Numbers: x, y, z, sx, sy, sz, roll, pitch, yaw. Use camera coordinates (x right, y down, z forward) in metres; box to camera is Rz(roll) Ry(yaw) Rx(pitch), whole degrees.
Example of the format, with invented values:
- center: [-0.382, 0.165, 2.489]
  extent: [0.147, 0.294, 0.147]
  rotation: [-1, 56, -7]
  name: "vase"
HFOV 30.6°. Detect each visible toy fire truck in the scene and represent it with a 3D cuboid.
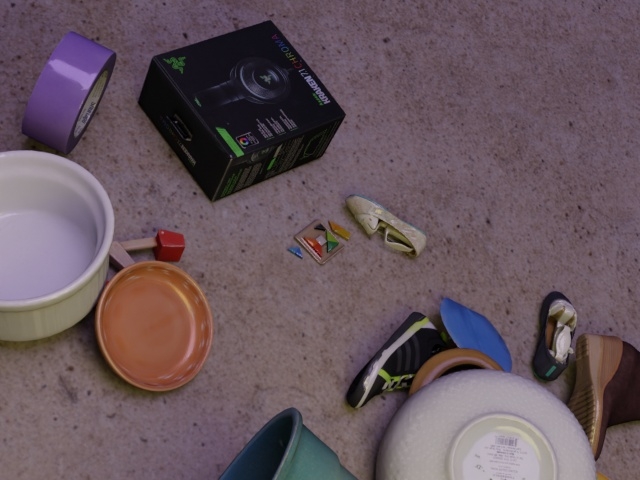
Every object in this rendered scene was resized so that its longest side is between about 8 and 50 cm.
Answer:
- center: [-0.308, 0.046, 1.848]
  extent: [0.192, 0.047, 0.135]
  rotation: [4, 55, -21]
  name: "toy fire truck"

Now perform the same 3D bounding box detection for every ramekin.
- center: [-0.441, 0.015, 1.721]
  extent: [0.277, 0.135, 0.277]
  rotation: [4, 54, -5]
  name: "ramekin"

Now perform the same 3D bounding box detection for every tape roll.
- center: [-0.410, -0.241, 1.913]
  extent: [0.080, 0.189, 0.189]
  rotation: [27, 50, -6]
  name: "tape roll"

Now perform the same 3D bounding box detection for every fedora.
- center: [0.225, 0.273, 1.899]
  extent: [0.194, 0.079, 0.194]
  rotation: [4, 67, -9]
  name: "fedora"

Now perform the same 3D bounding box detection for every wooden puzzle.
- center: [0.000, 0.000, 2.041]
  extent: [0.078, 0.014, 0.116]
  rotation: [39, 51, 6]
  name: "wooden puzzle"

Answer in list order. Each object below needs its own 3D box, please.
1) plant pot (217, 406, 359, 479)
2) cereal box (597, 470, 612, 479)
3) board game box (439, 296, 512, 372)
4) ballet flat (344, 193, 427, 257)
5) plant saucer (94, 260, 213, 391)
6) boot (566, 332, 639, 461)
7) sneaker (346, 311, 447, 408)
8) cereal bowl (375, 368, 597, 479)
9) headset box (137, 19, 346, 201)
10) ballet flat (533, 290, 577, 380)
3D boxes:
- center: [0.000, 0.455, 1.536]
  extent: [0.334, 0.341, 0.341]
  rotation: [37, 50, -6]
  name: "plant pot"
- center: [0.430, 0.486, 1.867]
  extent: [0.173, 0.047, 0.240]
  rotation: [34, 51, 4]
  name: "cereal box"
- center: [0.256, 0.171, 2.007]
  extent: [0.169, 0.033, 0.133]
  rotation: [26, 32, -34]
  name: "board game box"
- center: [0.113, -0.025, 2.084]
  extent: [0.168, 0.057, 0.052]
  rotation: [28, 60, -3]
  name: "ballet flat"
- center: [-0.256, 0.131, 1.778]
  extent: [0.200, 0.037, 0.199]
  rotation: [11, 72, -36]
  name: "plant saucer"
- center: [0.528, 0.291, 2.026]
  extent: [0.207, 0.090, 0.248]
  rotation: [22, 63, -22]
  name: "boot"
- center: [0.137, 0.205, 1.911]
  extent: [0.097, 0.084, 0.235]
  rotation: [41, 51, 6]
  name: "sneaker"
- center: [0.257, 0.351, 1.753]
  extent: [0.339, 0.141, 0.338]
  rotation: [1, 73, -4]
  name: "cereal bowl"
- center: [-0.148, -0.231, 2.061]
  extent: [0.283, 0.131, 0.246]
  rotation: [-24, 69, -34]
  name: "headset box"
- center: [0.427, 0.160, 2.084]
  extent: [0.074, 0.074, 0.203]
  rotation: [26, 50, -5]
  name: "ballet flat"
